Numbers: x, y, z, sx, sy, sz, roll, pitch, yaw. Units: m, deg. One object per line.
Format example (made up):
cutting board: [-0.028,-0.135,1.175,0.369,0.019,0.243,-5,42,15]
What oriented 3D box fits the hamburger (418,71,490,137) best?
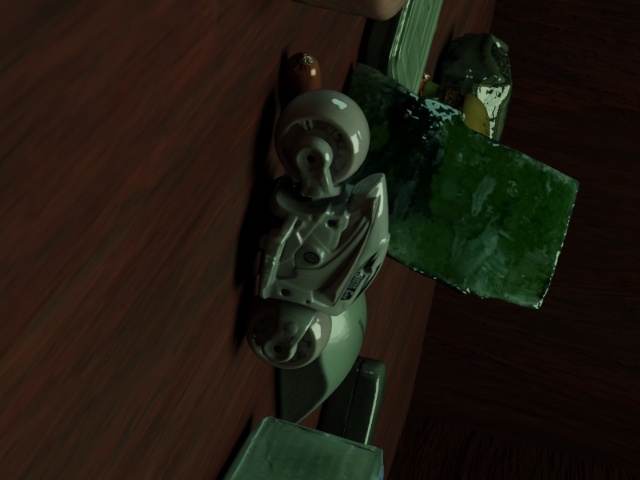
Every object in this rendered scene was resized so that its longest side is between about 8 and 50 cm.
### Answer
hamburger: [0.164,-0.142,1.883,0.175,0.137,0.175,10,90,-83]

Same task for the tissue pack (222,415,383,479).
tissue pack: [-0.035,0.329,1.258,0.198,0.146,0.263,-56,159,-66]

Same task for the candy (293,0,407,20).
candy: [0.037,-0.277,0.920,0.255,0.094,0.255,13,90,-81]

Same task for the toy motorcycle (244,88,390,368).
toy motorcycle: [0.000,0.000,1.082,0.112,0.112,0.254,-65,167,-55]

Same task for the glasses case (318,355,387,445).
glasses case: [0.026,0.321,1.921,0.131,0.074,0.323,19,85,-81]

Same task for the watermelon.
watermelon: [0.125,-0.069,1.441,0.302,0.264,0.151,-86,-159,-76]

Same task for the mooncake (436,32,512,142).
mooncake: [0.267,-0.233,2.449,0.250,0.136,0.254,-67,169,-67]

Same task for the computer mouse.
computer mouse: [0.003,0.110,1.424,0.231,0.079,0.128,96,13,-61]

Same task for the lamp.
lamp: [0.105,-0.278,1.555,0.269,0.047,0.266,60,45,-77]

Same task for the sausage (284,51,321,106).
sausage: [-0.012,-0.089,1.127,0.223,0.029,0.029,88,18,-63]
